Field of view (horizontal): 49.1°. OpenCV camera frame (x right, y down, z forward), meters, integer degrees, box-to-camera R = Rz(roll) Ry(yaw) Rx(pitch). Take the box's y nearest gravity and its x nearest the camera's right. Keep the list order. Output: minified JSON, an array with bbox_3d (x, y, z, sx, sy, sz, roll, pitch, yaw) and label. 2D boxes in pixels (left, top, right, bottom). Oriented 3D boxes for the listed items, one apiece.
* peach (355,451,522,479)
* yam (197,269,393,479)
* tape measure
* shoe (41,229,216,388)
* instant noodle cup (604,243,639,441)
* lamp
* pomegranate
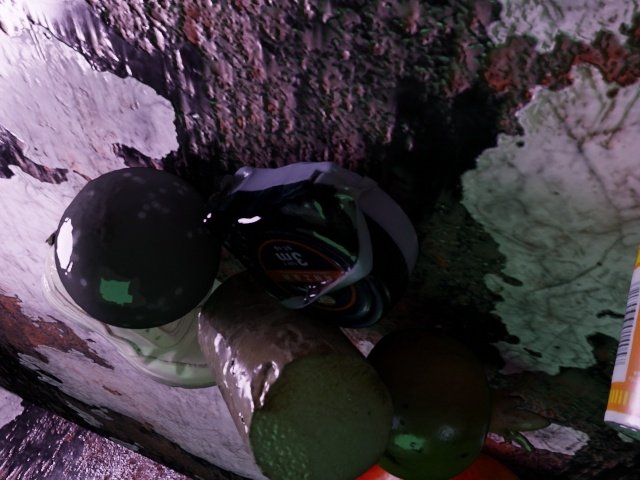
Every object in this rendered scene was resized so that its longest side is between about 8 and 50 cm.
[{"bbox_3d":[0.163,0.491,1.096,0.389,0.388,0.388,20,150,12],"label":"peach"},{"bbox_3d":[-0.042,0.142,0.792,0.161,0.161,0.268,47,179,-31],"label":"yam"},{"bbox_3d":[0.003,0.003,0.691,0.182,0.107,0.181,-1,138,41],"label":"tape measure"},{"bbox_3d":[-0.270,0.101,1.042,0.342,0.132,0.210,31,154,0],"label":"shoe"},{"bbox_3d":[0.258,0.045,0.422,0.169,0.184,0.168,21,171,4],"label":"instant noodle cup"},{"bbox_3d":[-0.189,0.009,0.850,0.182,0.181,0.314,21,-176,10],"label":"lamp"},{"bbox_3d":[0.150,0.194,0.825,0.225,0.181,0.181,5,152,-8],"label":"pomegranate"}]
